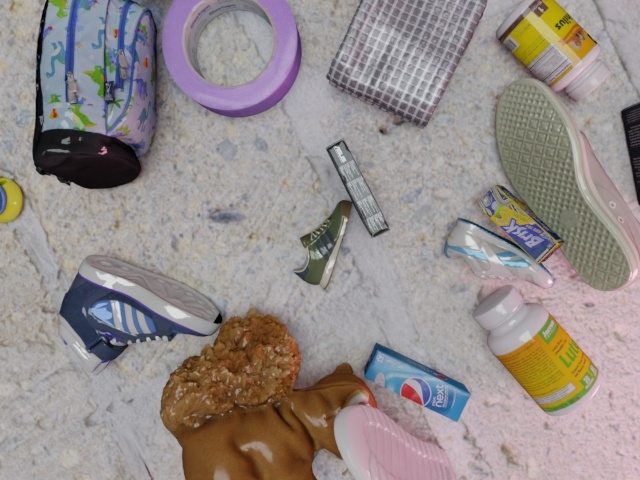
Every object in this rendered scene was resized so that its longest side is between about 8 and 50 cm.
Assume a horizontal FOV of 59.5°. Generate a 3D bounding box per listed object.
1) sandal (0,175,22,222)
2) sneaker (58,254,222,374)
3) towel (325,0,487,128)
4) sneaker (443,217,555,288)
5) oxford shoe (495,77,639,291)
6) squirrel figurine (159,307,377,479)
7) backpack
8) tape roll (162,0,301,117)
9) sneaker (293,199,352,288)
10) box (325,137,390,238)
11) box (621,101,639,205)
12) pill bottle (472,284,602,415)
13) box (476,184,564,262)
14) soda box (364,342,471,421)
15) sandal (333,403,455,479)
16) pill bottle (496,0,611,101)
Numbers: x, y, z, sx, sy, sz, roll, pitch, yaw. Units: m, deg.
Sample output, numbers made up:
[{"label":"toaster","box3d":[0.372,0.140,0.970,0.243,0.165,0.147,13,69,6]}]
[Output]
[{"label":"sandal","box3d":[-0.805,-0.133,1.183,0.317,0.138,0.126,19,95,5]},{"label":"sneaker","box3d":[-0.392,0.193,1.183,0.322,0.130,0.237,24,103,-2]},{"label":"towel","box3d":[0.169,-0.397,1.103,0.234,0.121,0.284,26,98,4]},{"label":"sneaker","box3d":[0.363,0.043,1.142,0.228,0.087,0.092,29,103,8]},{"label":"oxford shoe","box3d":[0.492,-0.116,1.107,0.130,0.169,0.450,-22,81,-36]},{"label":"squirrel figurine","box3d":[-0.088,0.332,1.092,0.370,0.281,0.397,-26,93,-2]},{"label":"backpack","box3d":[-0.435,-0.308,1.098,0.273,0.290,0.356,-14,85,-4]},{"label":"tape roll","box3d":[-0.179,-0.399,1.153,0.274,0.090,0.275,0,93,4]},{"label":"sneaker","box3d":[0.000,0.000,1.167,0.086,0.064,0.192,17,96,-2]},{"label":"box","box3d":[0.075,-0.098,1.099,0.045,0.184,0.191,-27,89,3]},{"label":"box","box3d":[0.703,-0.181,1.091,0.153,0.108,0.207,-13,91,4]},{"label":"pill bottle","box3d":[0.422,0.212,1.111,0.136,0.136,0.246,-41,89,4]},{"label":"box","box3d":[0.394,-0.034,1.106,0.169,0.054,0.059,49,119,24]},{"label":"soda box","box3d":[0.197,0.293,1.163,0.209,0.071,0.067,25,93,2]},{"label":"sandal","box3d":[0.135,0.437,1.045,0.102,0.170,0.416,-32,132,22]},{"label":"pill bottle","box3d":[0.458,-0.376,1.095,0.215,0.117,0.117,45,94,1]}]
